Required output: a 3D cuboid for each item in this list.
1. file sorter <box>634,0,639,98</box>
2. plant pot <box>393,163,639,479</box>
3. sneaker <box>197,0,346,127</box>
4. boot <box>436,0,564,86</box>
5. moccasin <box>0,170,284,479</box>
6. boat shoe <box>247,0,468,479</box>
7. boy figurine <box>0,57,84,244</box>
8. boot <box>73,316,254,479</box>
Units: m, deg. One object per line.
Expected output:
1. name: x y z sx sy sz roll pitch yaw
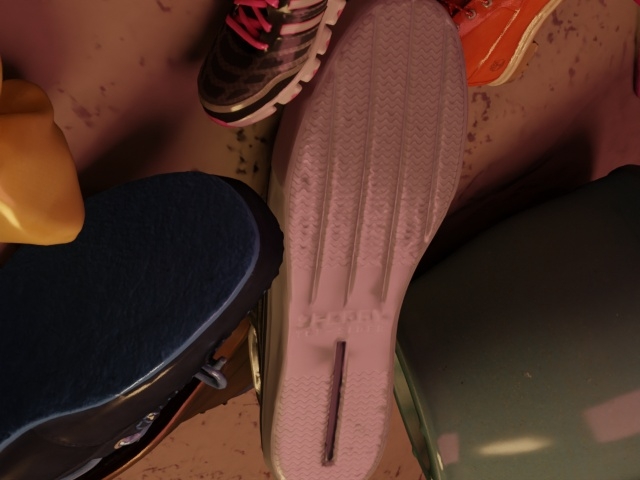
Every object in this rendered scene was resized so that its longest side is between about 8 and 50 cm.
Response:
1. file sorter: 0.409 -0.110 0.748 0.202 0.291 0.182 -35 151 -3
2. plant pot: 0.190 0.101 0.857 0.255 0.272 0.272 -18 146 -3
3. sneaker: -0.022 -0.138 0.507 0.170 0.063 0.075 -53 146 15
4. boot: 0.106 -0.157 0.612 0.084 0.059 0.158 -12 142 -26
5. moccasin: -0.153 0.072 0.615 0.342 0.138 0.117 -33 156 22
6. boat shoe: 0.000 0.000 0.644 0.121 0.119 0.335 5 107 -26
7. boy figurine: -0.203 -0.063 0.399 0.177 0.092 0.285 -48 147 17
8. boot: -0.103 0.120 0.745 0.219 0.082 0.106 -46 145 11
